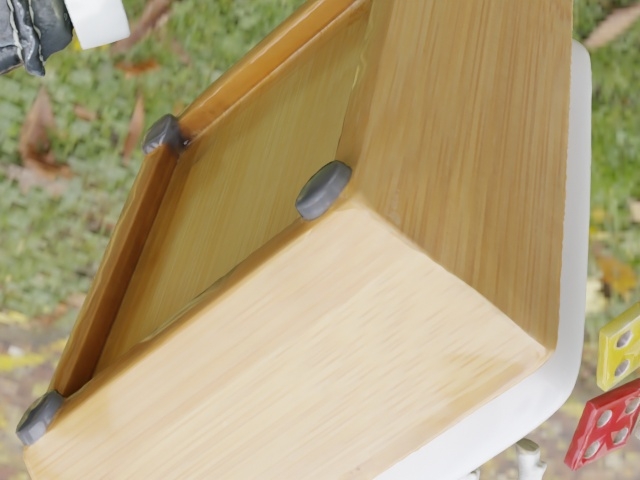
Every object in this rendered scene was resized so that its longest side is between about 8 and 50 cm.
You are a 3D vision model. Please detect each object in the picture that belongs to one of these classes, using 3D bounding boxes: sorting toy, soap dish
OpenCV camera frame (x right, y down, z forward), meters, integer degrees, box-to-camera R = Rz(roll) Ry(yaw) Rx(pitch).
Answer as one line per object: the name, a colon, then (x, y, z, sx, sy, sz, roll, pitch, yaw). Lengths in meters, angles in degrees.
sorting toy: (0.248, 0.058, 0.990, 0.274, 0.046, 0.132, -14, 133, -40)
soap dish: (0.000, 0.000, 0.749, 0.118, 0.291, 0.229, 42, 121, -19)

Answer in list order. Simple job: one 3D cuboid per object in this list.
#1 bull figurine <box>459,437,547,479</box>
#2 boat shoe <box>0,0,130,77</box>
bull figurine: (0.034, 0.209, 1.470, 0.310, 0.101, 0.188, 23, 118, 10)
boat shoe: (-0.164, -0.192, 0.667, 0.091, 0.303, 0.114, -21, 154, -8)
